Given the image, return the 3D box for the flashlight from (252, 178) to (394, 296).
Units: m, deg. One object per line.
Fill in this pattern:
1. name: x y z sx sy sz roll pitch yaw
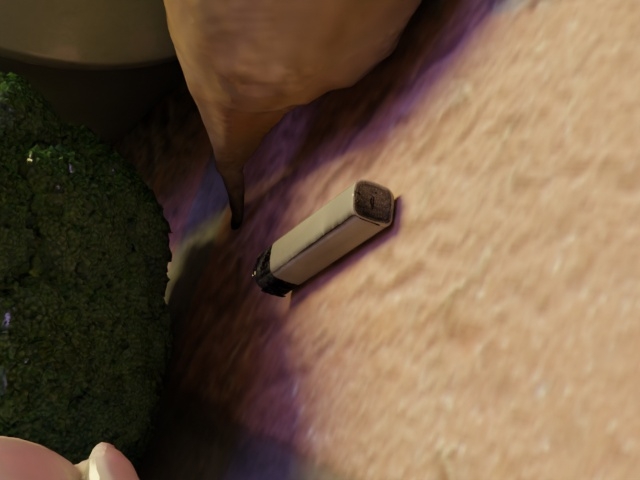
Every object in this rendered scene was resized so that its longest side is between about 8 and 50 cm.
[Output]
1. flashlight: 0.000 0.000 0.693 0.083 0.018 0.018 -36 40 53

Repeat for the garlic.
1. garlic: 0.015 -0.169 0.715 0.196 0.151 0.338 37 -113 -85

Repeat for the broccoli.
1. broccoli: -0.194 0.044 0.768 0.270 0.270 0.270 -52 -26 -39

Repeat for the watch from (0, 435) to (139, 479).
1. watch: -0.115 0.213 0.611 0.244 0.196 0.231 -52 48 35

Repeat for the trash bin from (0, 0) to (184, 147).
1. trash bin: -0.186 -0.157 0.927 0.432 0.280 0.280 -39 36 57
